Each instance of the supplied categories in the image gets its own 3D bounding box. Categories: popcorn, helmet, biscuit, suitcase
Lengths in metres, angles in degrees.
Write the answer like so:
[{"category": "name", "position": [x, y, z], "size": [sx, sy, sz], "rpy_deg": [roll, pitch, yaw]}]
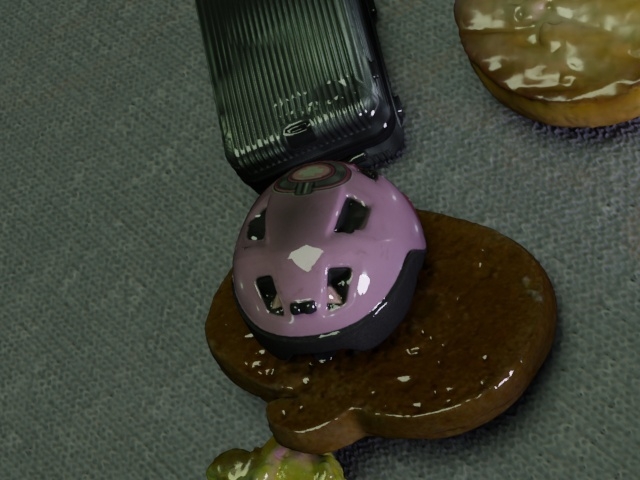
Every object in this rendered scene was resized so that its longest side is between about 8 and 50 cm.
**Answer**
[{"category": "popcorn", "position": [-0.040, 0.261, 1.543], "size": [0.145, 0.126, 0.126], "rpy_deg": [7, 42, 43]}, {"category": "helmet", "position": [0.000, 0.000, 1.541], "size": [0.198, 0.154, 0.253], "rpy_deg": [-7, 51, 16]}, {"category": "biscuit", "position": [0.054, 0.095, 1.575], "size": [0.367, 0.063, 0.314], "rpy_deg": [13, 56, 29]}, {"category": "biscuit", "position": [0.296, -0.252, 1.649], "size": [0.296, 0.102, 0.296], "rpy_deg": [-9, 60, 17]}, {"category": "suitcase", "position": [-0.031, -0.210, 1.757], "size": [0.202, 0.128, 0.312], "rpy_deg": [-20, 60, 14]}]
